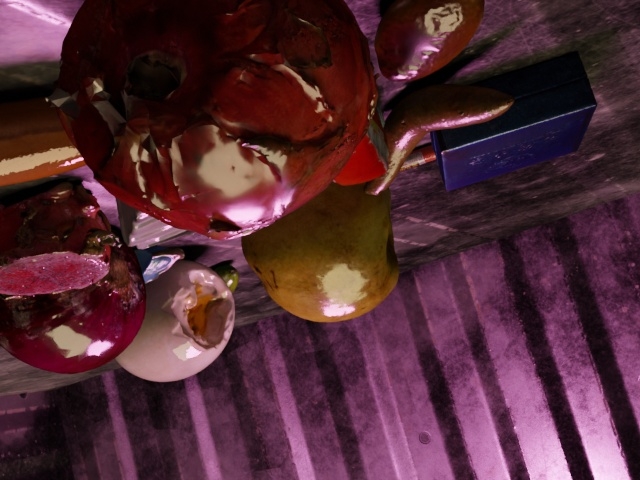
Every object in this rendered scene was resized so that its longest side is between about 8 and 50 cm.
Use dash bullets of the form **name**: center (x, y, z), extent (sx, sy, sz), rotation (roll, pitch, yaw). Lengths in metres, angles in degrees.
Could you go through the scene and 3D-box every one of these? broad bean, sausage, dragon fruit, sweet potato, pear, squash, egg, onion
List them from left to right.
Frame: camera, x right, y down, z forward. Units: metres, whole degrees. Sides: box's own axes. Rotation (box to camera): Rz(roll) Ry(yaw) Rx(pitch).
- **sausage**: center (-0.383, -0.114, 1.102), extent (0.275, 0.105, 0.105), rotation (-13, 169, -15)
- **dragon fruit**: center (-0.433, -0.008, 1.501), extent (0.282, 0.147, 0.211), rotation (-26, 156, 30)
- **onion**: center (-0.488, 0.125, 1.754), extent (0.282, 0.260, 0.337), rotation (-14, 171, 17)
- **egg**: center (-0.363, 0.191, 2.169), extent (0.278, 0.278, 0.336), rotation (-5, 169, -44)
- **squash**: center (-0.282, 0.129, 2.476), extent (0.082, 0.082, 0.292), rotation (-11, 168, -24)
- **dragon fruit**: center (-0.094, -0.146, 0.873), extent (0.296, 0.295, 0.302), rotation (-18, 175, 13)
- **pear**: center (0.000, 0.000, 1.743), extent (0.304, 0.303, 0.304), rotation (-15, 169, -3)
- **sausage**: center (0.149, -0.150, 1.822), extent (0.253, 0.034, 0.034), rotation (-19, 169, 12)
- **sweet potato**: center (0.159, -0.182, 1.478), extent (0.079, 0.108, 0.346), rotation (-7, 162, -38)
- **broad bean**: center (0.129, -0.261, 1.119), extent (0.114, 0.084, 0.165), rotation (-8, 161, -22)

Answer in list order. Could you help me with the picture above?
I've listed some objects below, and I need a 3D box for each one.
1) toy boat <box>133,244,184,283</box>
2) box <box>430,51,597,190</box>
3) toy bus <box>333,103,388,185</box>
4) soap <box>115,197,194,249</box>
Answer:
- **toy boat**: center (-0.374, 0.055, 2.001), extent (0.185, 0.075, 0.077), rotation (-29, 160, 37)
- **box**: center (0.329, -0.199, 1.631), extent (0.262, 0.116, 0.279), rotation (-16, 167, 6)
- **toy bus**: center (0.036, -0.159, 1.392), extent (0.121, 0.119, 0.265), rotation (-16, 168, 10)
- **soap**: center (-0.249, -0.095, 1.251), extent (0.258, 0.158, 0.302), rotation (-18, 167, 24)
